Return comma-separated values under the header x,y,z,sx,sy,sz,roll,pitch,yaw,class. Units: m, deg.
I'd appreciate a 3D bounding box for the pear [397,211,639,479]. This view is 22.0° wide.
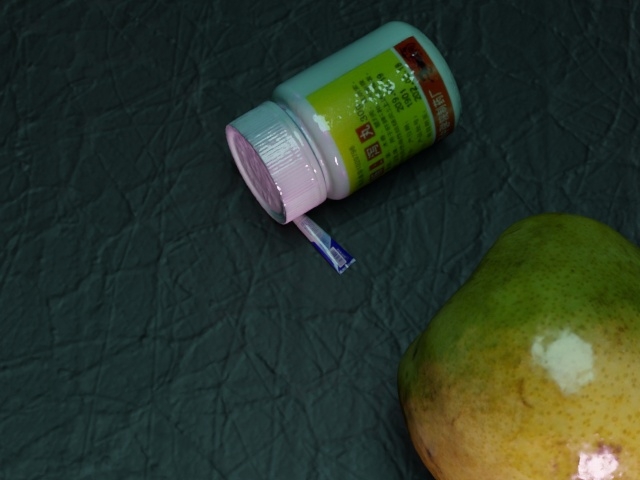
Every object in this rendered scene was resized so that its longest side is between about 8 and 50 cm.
x,y,z,sx,sy,sz,roll,pitch,yaw,class
0.236,0.138,1.566,0.303,0.304,0.304,1,68,-2,pear

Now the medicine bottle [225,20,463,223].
x,y,z,sx,sy,sz,roll,pitch,yaw,class
0.025,-0.125,1.743,0.225,0.139,0.139,-31,73,-14,medicine bottle

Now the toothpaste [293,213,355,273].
x,y,z,sx,sy,sz,roll,pitch,yaw,class
0.000,0.000,1.761,0.083,0.015,0.024,44,72,8,toothpaste
